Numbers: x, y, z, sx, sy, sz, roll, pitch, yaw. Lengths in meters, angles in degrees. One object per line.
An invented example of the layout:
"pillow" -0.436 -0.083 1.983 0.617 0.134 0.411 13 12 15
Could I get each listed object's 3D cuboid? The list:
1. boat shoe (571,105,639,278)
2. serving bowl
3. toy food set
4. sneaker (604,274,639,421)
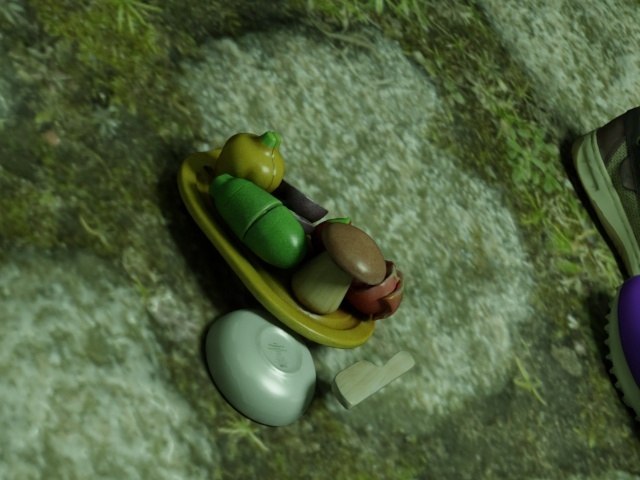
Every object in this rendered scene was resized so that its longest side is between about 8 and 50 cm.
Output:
"boat shoe" 0.324 0.009 1.494 0.103 0.092 0.285 -6 62 -49
"serving bowl" -0.033 0.077 1.103 0.083 0.027 0.083 28 42 -28
"toy food set" 0.000 0.000 1.147 0.218 0.071 0.128 50 26 17
"sneaker" 0.335 0.137 1.342 0.102 0.146 0.293 9 52 -42
